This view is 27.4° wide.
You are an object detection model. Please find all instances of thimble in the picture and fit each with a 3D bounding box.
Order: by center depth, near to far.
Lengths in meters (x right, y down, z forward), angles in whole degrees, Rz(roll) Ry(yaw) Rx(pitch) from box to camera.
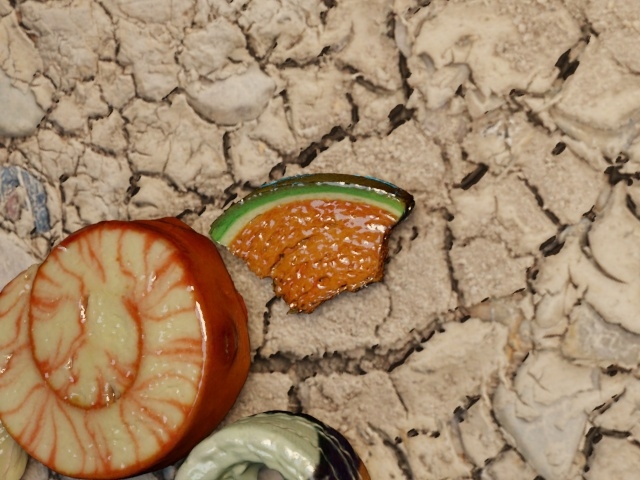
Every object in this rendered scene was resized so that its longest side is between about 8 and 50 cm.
[{"bbox_3d":[-0.061,0.318,1.518,0.237,0.150,0.237,1,94,20],"label":"thimble"}]

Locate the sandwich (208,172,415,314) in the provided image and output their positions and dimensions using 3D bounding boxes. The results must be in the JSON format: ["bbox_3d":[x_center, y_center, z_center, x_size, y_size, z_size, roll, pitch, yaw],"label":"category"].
[{"bbox_3d":[0.004,-0.011,1.522,0.235,0.079,0.159,-25,96,21],"label":"sandwich"}]

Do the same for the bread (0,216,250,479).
[{"bbox_3d":[-0.240,0.132,1.560,0.328,0.114,0.295,-28,75,21],"label":"bread"}]

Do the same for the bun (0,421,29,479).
[{"bbox_3d":[-0.476,0.230,1.662,0.237,0.116,0.210,34,98,-10],"label":"bun"}]
